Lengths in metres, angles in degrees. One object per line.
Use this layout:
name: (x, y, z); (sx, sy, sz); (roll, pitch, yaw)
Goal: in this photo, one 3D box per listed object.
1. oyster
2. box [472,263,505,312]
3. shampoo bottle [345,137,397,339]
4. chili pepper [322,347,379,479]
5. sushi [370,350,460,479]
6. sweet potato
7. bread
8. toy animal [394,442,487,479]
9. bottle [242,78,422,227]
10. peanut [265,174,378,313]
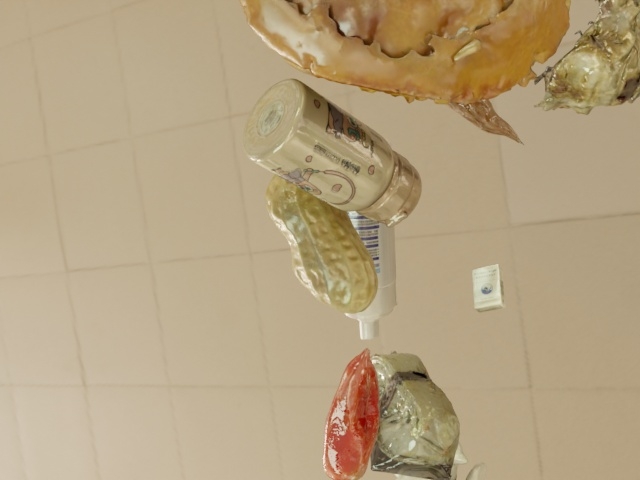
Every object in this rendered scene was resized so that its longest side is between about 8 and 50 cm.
oyster: (0.388, -0.244, 1.153); (0.198, 0.337, 0.133); (-37, 85, 34)
box: (0.313, 0.090, 1.649); (0.054, 0.024, 0.083); (-13, 57, 24)
shampoo bottle: (0.066, 0.005, 1.294); (0.092, 0.092, 0.303); (8, 113, 32)
chili pepper: (0.029, 0.199, 0.930); (0.050, 0.059, 0.191); (35, 121, 57)
sushi: (0.153, 0.258, 1.486); (0.134, 0.273, 0.109); (8, 130, -8)
sweet potato: (0.255, -0.215, 1.449); (0.195, 0.056, 0.056); (39, 119, -3)
bread: (0.080, -0.296, 0.909); (0.358, 0.204, 0.337); (12, 81, -7)
toy animal: (0.253, 0.528, 1.844); (0.174, 0.249, 0.289); (-27, 91, 49)
bottle: (0.022, -0.092, 0.971); (0.097, 0.209, 0.110); (-34, 45, 32)
peanut: (0.000, 0.000, 1.038); (0.194, 0.083, 0.093); (58, 144, 11)
